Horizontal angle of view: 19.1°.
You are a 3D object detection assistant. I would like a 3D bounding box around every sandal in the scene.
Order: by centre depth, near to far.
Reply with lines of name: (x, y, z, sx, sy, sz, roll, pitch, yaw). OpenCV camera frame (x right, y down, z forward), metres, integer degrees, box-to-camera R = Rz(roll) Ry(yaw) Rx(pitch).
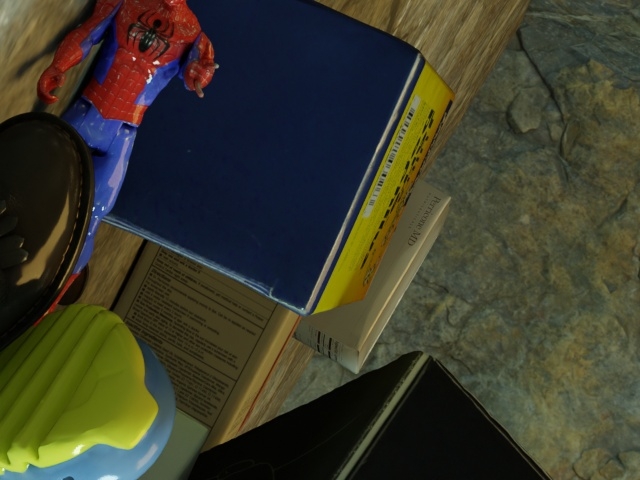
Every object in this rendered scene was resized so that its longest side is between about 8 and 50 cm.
sandal: (-0.160, 0.127, 1.137, 0.126, 0.138, 0.317, -50, -164, -25)

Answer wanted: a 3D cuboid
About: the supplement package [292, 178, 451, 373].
supplement package: (0.000, 0.000, 2.002, 0.194, 0.203, 0.149, -59, 173, -11)

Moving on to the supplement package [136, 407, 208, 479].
supplement package: (-0.237, 0.227, 1.320, 0.293, 0.175, 0.177, -53, 172, -45)

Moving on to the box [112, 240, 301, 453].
box: (-0.096, 0.056, 1.763, 0.232, 0.149, 0.127, -62, 173, 17)

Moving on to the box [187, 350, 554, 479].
box: (-0.073, 0.394, 1.444, 0.472, 0.297, 0.480, -28, -161, 49)

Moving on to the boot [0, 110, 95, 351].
boot: (-0.215, 0.022, 0.994, 0.263, 0.091, 0.229, -57, 173, -11)

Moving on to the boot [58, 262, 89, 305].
boot: (-0.204, 0.034, 1.344, 0.114, 0.037, 0.106, -58, 160, -48)

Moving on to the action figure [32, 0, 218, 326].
action figure: (-0.142, -0.056, 1.167, 0.280, 0.091, 0.139, -61, -175, 7)

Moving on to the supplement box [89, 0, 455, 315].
supplement box: (-0.034, -0.074, 1.415, 0.356, 0.194, 0.195, 0, 114, -82)
